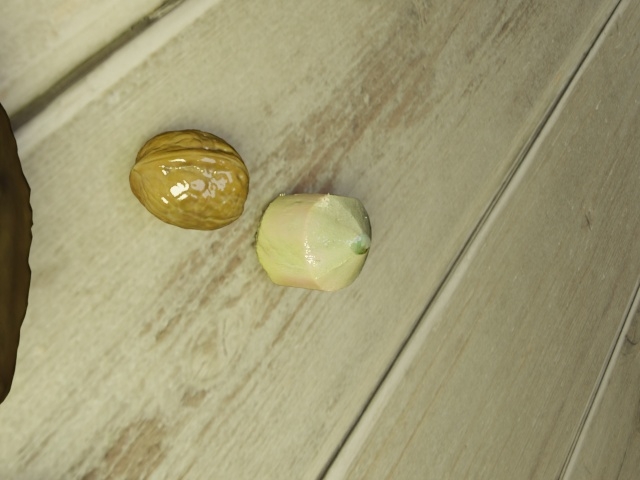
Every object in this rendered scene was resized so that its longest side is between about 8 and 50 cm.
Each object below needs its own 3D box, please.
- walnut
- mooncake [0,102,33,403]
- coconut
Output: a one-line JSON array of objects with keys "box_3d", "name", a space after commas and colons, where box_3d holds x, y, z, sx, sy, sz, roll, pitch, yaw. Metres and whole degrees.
[{"box_3d": [-0.125, -0.057, 0.858, 0.124, 0.105, 0.105, 14, 78, -37], "name": "walnut"}, {"box_3d": [-0.306, -0.005, 0.482, 0.324, 0.187, 0.324, -7, 90, -77], "name": "mooncake"}, {"box_3d": [0.000, 0.000, 0.999, 0.116, 0.122, 0.116, -3, 93, -53], "name": "coconut"}]
